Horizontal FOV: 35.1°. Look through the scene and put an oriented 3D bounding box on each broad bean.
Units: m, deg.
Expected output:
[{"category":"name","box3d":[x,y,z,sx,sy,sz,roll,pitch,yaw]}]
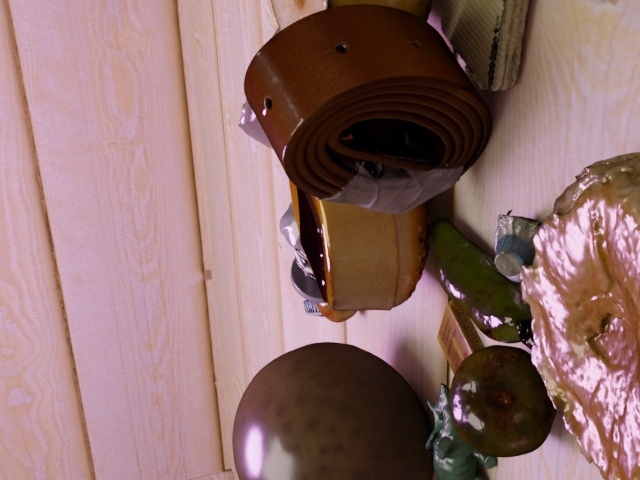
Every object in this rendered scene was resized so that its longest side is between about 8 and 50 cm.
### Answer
[{"category":"broad bean","box3d":[0.197,0.058,1.249,0.339,0.061,0.077,-128,46,-58]}]

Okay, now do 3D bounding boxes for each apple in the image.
[{"category":"apple","box3d":[0.033,0.110,1.869,0.071,0.084,0.084,-21,79,65]}]

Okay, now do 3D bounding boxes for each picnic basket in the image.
[{"category":"picnic basket","box3d":[0.217,0.001,1.072,0.065,0.083,0.083,11,133,29]}]

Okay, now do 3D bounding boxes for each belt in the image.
[{"category":"belt","box3d":[0.064,-0.140,1.154,0.217,0.339,0.122,-40,63,24]}]

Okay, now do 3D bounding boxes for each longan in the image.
[{"category":"longan","box3d":[0.022,0.338,1.649,0.361,0.361,0.361,169,90,-75]}]

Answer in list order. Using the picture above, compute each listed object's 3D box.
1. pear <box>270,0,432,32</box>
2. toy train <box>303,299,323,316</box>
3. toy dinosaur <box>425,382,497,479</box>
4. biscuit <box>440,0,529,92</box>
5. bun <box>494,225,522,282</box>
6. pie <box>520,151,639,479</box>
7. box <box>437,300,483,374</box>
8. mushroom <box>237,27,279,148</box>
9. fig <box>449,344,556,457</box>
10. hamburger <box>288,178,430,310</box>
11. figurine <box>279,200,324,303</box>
[{"category":"pear","box3d":[0.041,-0.372,1.284,0.340,0.191,0.386,100,155,-61]},{"category":"toy train","box3d":[0.011,0.129,2.029,0.207,0.043,0.047,161,96,-75]},{"category":"toy dinosaur","box3d":[0.200,0.345,1.419,0.120,0.079,0.292,129,132,-78]},{"category":"biscuit","box3d":[0.182,-0.299,1.090,0.147,0.046,0.250,-115,20,-46]},{"category":"bun","box3d":[0.227,0.010,1.140,0.083,0.045,0.083,170,90,-79]},{"category":"pie","box3d":[0.284,0.091,0.914,0.339,0.083,0.339,169,90,-73]},{"category":"box","box3d":[0.203,0.167,1.382,0.089,0.022,0.156,94,159,-47]},{"category":"mushroom","box3d":[-0.042,-0.288,1.744,0.407,0.154,0.137,106,-169,-55]},{"category":"fig","box3d":[0.205,0.204,1.212,0.133,0.127,0.185,60,155,18]},{"category":"hamburger","box3d":[0.061,-0.041,1.457,0.300,0.176,0.300,168,90,-81]},{"category":"figurine","box3d":[0.016,0.012,1.744,0.176,0.133,0.236,31,153,17]}]
